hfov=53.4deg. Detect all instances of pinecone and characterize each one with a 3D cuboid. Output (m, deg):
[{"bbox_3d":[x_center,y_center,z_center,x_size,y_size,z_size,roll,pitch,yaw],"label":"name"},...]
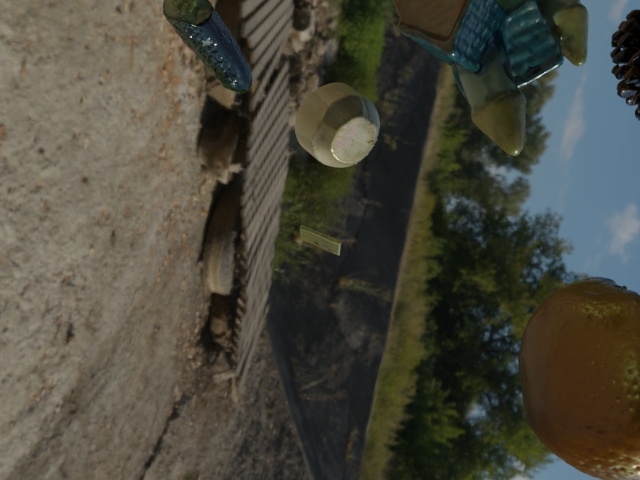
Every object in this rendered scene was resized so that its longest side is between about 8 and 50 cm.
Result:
[{"bbox_3d":[0.763,-0.410,1.410,0.246,0.246,0.292,98,-19,-51],"label":"pinecone"}]

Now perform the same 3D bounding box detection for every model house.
[{"bbox_3d":[0.199,-0.257,0.693,0.267,0.194,0.325,2,69,-57],"label":"model house"}]

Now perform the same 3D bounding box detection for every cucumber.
[{"bbox_3d":[-0.177,-0.327,1.071,0.241,0.074,0.075,47,56,-65],"label":"cucumber"}]

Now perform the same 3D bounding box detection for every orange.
[{"bbox_3d":[0.380,0.183,0.896,0.334,0.196,0.263,-23,121,-72],"label":"orange"}]

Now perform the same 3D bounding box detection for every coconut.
[{"bbox_3d":[0.047,-0.328,1.803,0.241,0.241,0.241,14,90,-85],"label":"coconut"}]

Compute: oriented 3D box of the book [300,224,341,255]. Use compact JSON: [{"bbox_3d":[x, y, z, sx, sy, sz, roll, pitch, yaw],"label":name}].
[{"bbox_3d":[0.000,0.001,1.609,0.077,0.110,0.014,90,24,-68],"label":"book"}]
